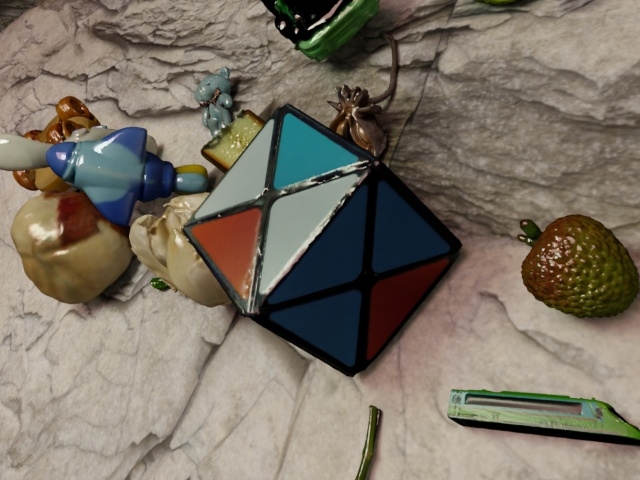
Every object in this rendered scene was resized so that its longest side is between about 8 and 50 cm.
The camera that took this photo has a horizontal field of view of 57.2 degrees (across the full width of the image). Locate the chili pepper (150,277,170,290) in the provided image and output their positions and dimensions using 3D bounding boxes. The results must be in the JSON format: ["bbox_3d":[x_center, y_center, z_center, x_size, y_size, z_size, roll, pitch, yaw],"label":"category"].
[{"bbox_3d":[-0.306,0.077,1.189,0.091,0.034,0.030,-28,16,25],"label":"chili pepper"}]

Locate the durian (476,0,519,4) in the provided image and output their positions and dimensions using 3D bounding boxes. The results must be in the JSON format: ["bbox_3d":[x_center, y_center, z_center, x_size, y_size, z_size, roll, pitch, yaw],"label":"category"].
[{"bbox_3d":[0.293,-0.451,0.936,0.250,0.139,0.101,-5,56,37],"label":"durian"}]

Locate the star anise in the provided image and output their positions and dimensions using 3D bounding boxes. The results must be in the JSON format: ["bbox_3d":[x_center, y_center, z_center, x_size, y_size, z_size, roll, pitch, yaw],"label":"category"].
[{"bbox_3d":[0.097,-0.262,1.069,0.227,0.219,0.148,-31,-5,-35],"label":"star anise"}]

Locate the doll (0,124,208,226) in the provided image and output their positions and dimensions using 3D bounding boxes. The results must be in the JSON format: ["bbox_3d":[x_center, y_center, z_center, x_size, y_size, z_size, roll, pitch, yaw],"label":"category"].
[{"bbox_3d":[-0.437,-0.167,1.238,0.365,0.187,0.376,22,40,36],"label":"doll"}]

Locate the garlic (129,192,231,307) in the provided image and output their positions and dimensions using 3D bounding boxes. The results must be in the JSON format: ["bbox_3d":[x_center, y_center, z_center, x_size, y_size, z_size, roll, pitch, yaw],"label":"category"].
[{"bbox_3d":[-0.212,-0.002,1.039,0.185,0.203,0.281,-46,38,-19],"label":"garlic"}]

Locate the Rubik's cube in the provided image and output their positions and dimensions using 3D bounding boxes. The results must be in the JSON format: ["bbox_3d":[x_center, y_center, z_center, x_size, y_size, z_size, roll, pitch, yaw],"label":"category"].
[{"bbox_3d":[0.000,0.000,0.825,0.246,0.248,0.250,-50,43,1],"label":"Rubik's cube"}]

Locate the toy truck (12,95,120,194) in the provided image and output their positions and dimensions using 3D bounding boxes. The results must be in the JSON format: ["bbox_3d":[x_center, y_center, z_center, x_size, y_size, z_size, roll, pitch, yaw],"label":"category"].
[{"bbox_3d":[-0.636,-0.227,1.515,0.204,0.211,0.288,-37,43,17],"label":"toy truck"}]

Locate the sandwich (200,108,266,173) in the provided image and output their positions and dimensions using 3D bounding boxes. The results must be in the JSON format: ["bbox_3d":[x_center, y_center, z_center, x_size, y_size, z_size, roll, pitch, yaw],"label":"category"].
[{"bbox_3d":[-0.084,-0.123,1.063,0.235,0.128,0.122,40,93,3],"label":"sandwich"}]

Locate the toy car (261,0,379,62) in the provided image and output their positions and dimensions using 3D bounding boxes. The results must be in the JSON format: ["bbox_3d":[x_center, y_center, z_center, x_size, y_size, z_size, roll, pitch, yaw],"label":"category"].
[{"bbox_3d":[0.005,-0.502,1.189,0.213,0.176,0.359,-37,50,17],"label":"toy car"}]

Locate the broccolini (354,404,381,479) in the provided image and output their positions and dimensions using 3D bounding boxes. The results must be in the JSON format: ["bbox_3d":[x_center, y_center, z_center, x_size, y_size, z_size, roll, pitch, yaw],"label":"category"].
[{"bbox_3d":[0.045,0.320,0.747,0.044,0.042,0.218,6,61,12],"label":"broccolini"}]

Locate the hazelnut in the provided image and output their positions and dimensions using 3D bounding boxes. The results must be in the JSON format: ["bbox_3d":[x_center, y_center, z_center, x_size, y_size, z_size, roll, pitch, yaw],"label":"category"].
[{"bbox_3d":[-0.542,0.014,1.309,0.261,0.261,0.241,-40,15,14],"label":"hazelnut"}]

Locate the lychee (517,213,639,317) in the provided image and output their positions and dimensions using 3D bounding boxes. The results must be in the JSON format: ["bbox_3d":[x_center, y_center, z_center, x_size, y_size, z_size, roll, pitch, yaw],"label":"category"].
[{"bbox_3d":[0.287,0.026,0.667,0.146,0.114,0.114,37,90,25],"label":"lychee"}]

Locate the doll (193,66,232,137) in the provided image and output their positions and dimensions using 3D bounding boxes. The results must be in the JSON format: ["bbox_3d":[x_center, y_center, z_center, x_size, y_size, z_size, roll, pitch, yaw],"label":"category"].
[{"bbox_3d":[-0.248,-0.314,1.342,0.120,0.075,0.180,-30,48,26],"label":"doll"}]

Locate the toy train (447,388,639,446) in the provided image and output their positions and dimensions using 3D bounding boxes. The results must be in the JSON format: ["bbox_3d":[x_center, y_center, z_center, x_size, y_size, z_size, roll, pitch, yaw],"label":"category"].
[{"bbox_3d":[0.247,0.190,0.647,0.209,0.044,0.042,-6,60,37],"label":"toy train"}]
